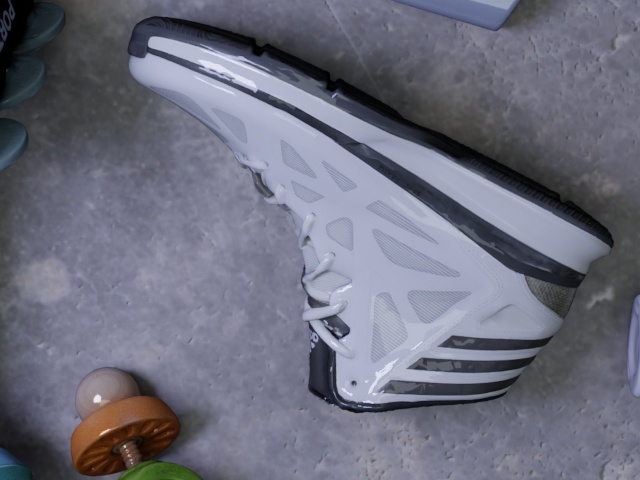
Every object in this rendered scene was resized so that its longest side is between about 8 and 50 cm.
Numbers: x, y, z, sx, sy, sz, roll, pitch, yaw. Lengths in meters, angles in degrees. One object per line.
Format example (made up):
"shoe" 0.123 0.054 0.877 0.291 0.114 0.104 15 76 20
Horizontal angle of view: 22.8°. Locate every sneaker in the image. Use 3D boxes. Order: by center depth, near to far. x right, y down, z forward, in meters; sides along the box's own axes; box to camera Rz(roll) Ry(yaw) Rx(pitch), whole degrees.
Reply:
"sneaker" 0.000 0.000 1.361 0.448 0.169 0.257 28 98 -4

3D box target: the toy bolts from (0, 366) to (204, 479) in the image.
"toy bolts" -0.249 0.224 1.424 0.218 0.229 0.158 -52 56 37

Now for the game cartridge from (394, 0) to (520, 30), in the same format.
"game cartridge" 0.129 -0.340 1.355 0.198 0.062 0.297 17 100 5

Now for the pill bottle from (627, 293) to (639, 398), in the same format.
"pill bottle" 0.359 0.096 1.392 0.169 0.094 0.094 3 100 4

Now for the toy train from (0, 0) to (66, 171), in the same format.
"toy train" -0.327 -0.157 1.291 0.190 0.334 0.142 -7 129 10
